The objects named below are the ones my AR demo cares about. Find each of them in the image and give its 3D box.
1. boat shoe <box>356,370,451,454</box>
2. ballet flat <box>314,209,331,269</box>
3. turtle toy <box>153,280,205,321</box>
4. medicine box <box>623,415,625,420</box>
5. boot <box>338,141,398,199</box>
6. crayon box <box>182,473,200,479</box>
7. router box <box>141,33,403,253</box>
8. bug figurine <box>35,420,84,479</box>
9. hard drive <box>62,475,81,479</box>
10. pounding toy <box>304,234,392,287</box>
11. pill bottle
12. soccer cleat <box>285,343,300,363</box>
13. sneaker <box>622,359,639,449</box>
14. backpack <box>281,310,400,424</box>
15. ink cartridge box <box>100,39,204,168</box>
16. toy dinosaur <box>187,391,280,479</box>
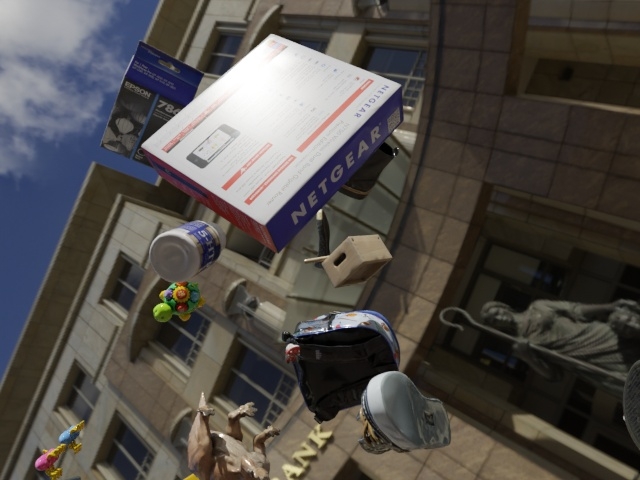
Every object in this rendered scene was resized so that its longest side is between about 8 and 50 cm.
[{"bbox_3d":[0.064,0.180,0.503,0.183,0.083,0.065,43,-144,-50],"label":"boat shoe"},{"bbox_3d":[0.000,0.000,1.404,0.057,0.049,0.173,-47,-44,-67],"label":"ballet flat"},{"bbox_3d":[-0.345,0.146,1.235,0.130,0.095,0.066,-45,-6,-22],"label":"turtle toy"},{"bbox_3d":[0.669,0.284,0.800,0.149,0.289,0.263,2,-64,-9],"label":"medicine box"},{"bbox_3d":[0.039,-0.168,1.003,0.198,0.076,0.137,15,-41,-23],"label":"boot"},{"bbox_3d":[-0.334,0.666,1.335,0.202,0.081,0.318,-13,-28,-50],"label":"crayon box"},{"bbox_3d":[-0.079,-0.183,0.868,0.335,0.301,0.082,-47,-30,-18],"label":"router box"},{"bbox_3d":[-0.745,0.665,1.450,0.216,0.072,0.278,101,173,-83],"label":"bug figurine"},{"bbox_3d":[-0.570,0.517,1.042,0.135,0.022,0.094,-1,-30,-40],"label":"hard drive"},{"bbox_3d":[0.063,0.046,1.208,0.130,0.100,0.141,-4,-33,-46],"label":"pounding toy"},{"bbox_3d":[-0.284,0.016,1.139,0.186,0.112,0.111,-48,-31,-72],"label":"pill bottle"},{"bbox_3d":[-0.060,0.229,1.066,0.029,0.035,0.083,-3,-31,-12],"label":"soccer cleat"},{"bbox_3d":[0.371,0.191,0.365,0.295,0.179,0.123,-66,-19,-71],"label":"sneaker"},{"bbox_3d":[0.074,0.304,1.322,0.213,0.264,0.276,-56,-49,-63],"label":"backpack"},{"bbox_3d":[-0.430,-0.322,1.286,0.166,0.332,0.065,23,-132,-21],"label":"ink cartridge box"},{"bbox_3d":[-0.169,0.415,0.920,0.127,0.296,0.200,-2,-59,-57],"label":"toy dinosaur"}]
